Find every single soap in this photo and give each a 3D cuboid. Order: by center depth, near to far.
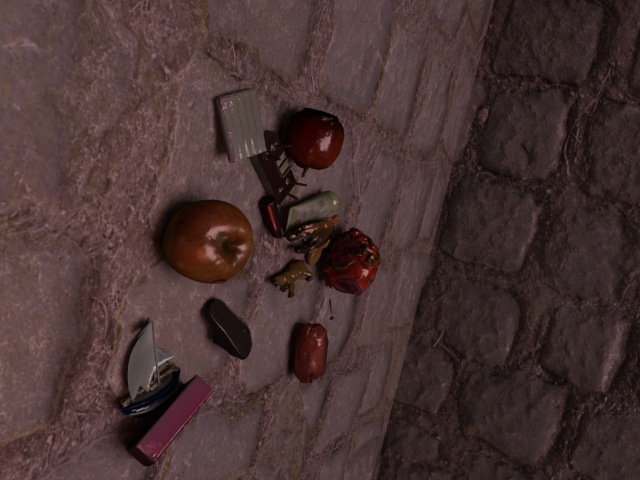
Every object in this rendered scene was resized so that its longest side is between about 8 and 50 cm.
[{"bbox_3d":[-0.443,0.534,1.492,0.259,0.081,0.181,-49,-176,-38],"label":"soap"}]

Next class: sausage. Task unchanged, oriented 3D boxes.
[{"bbox_3d":[-0.044,0.486,2.184,0.152,0.152,0.279,-23,122,-55],"label":"sausage"}]

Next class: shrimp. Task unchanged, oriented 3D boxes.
[{"bbox_3d":[-0.045,-0.008,1.950,0.253,0.058,0.173,-17,143,-39],"label":"shrimp"}]

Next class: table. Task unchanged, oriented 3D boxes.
[{"bbox_3d":[-0.135,-0.241,1.717,0.121,0.111,0.240,-58,146,-28],"label":"table"}]

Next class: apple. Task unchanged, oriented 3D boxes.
[{"bbox_3d":[-0.318,0.002,1.431,0.261,0.194,0.260,-29,125,-51],"label":"apple"}]

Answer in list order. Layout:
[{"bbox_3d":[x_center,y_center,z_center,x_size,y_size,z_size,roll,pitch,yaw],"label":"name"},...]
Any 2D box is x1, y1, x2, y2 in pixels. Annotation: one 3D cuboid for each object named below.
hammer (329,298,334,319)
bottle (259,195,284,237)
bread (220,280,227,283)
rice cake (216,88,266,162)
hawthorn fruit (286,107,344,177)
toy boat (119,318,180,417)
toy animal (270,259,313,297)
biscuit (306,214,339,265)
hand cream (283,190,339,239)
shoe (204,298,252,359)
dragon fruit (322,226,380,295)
[{"bbox_3d":[0.052,0.333,2.419,0.029,0.014,0.122,-52,142,-50],"label":"hammer"},{"bbox_3d":[-0.169,-0.079,1.788,0.060,0.060,0.164,-51,144,-36],"label":"bottle"},{"bbox_3d":[-0.306,0.089,1.638,0.106,0.053,0.072,-51,140,-27],"label":"bread"},{"bbox_3d":[-0.238,-0.349,1.524,0.189,0.037,0.198,-36,118,-51],"label":"rice cake"},{"bbox_3d":[-0.022,-0.342,1.775,0.215,0.215,0.249,19,82,-61],"label":"hawthorn fruit"},{"bbox_3d":[-0.479,0.369,1.459,0.210,0.070,0.291,14,87,-65],"label":"toy boat"},{"bbox_3d":[-0.119,0.144,1.967,0.219,0.103,0.101,-40,117,-43],"label":"toy animal"},{"bbox_3d":[0.000,0.000,2.096,0.153,0.030,0.234,-13,131,-59],"label":"biscuit"},{"bbox_3d":[-0.037,-0.112,1.970,0.306,0.093,0.147,-34,147,-48],"label":"hand cream"},{"bbox_3d":[-0.323,0.298,1.685,0.241,0.093,0.108,58,33,-26],"label":"shoe"},{"bbox_3d":[0.148,0.088,2.246,0.269,0.250,0.291,73,27,-52],"label":"dragon fruit"}]
